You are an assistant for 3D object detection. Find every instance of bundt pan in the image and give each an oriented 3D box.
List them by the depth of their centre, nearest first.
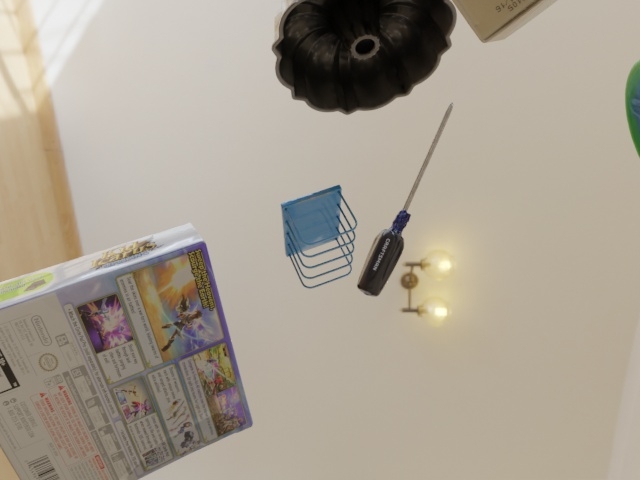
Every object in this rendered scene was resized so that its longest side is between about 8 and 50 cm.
[{"bbox_3d":[0.066,-0.387,0.952,0.331,0.330,0.124,88,-10,-60],"label":"bundt pan"}]

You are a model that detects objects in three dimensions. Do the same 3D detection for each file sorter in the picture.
[{"bbox_3d":[0.000,0.000,1.013,0.170,0.118,0.105,91,-23,-57],"label":"file sorter"}]

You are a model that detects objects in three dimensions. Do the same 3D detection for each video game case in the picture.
[{"bbox_3d":[-0.217,0.143,0.571,0.061,0.244,0.270,41,-35,54],"label":"video game case"}]

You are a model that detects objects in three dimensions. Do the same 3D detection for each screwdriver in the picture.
[{"bbox_3d":[0.072,-0.034,0.406,0.024,0.025,0.170,34,82,-40],"label":"screwdriver"}]

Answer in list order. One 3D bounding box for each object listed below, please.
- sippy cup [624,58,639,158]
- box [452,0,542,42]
[{"bbox_3d":[0.546,-0.163,0.648,0.240,0.224,0.306,21,48,-74],"label":"sippy cup"},{"bbox_3d":[0.245,-0.361,0.706,0.148,0.121,0.311,54,30,-2],"label":"box"}]
